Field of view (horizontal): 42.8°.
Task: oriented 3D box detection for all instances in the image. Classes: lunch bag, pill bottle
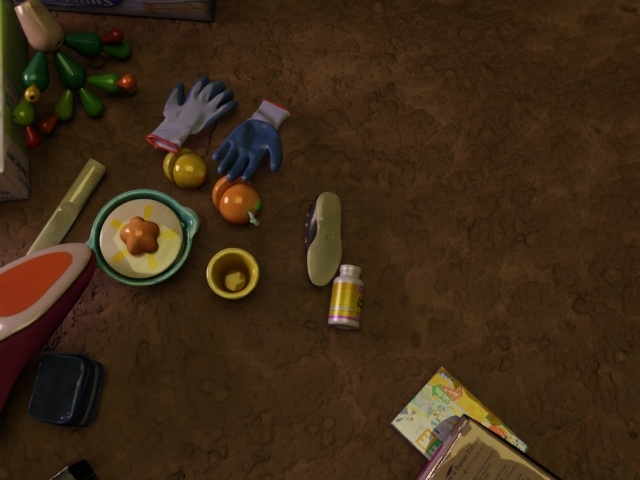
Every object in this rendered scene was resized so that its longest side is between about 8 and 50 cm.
[{"bbox_3d":[-0.324,0.189,1.055,0.067,0.065,0.098,8,75,15],"label":"lunch bag"},{"bbox_3d":[0.036,0.077,1.111,0.043,0.043,0.083,8,75,0],"label":"pill bottle"}]

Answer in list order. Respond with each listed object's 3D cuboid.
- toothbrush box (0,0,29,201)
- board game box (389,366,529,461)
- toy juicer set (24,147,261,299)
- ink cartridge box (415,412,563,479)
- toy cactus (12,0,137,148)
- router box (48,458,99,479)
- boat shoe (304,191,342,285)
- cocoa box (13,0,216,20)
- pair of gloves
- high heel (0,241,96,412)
[{"bbox_3d":[-0.521,-0.197,1.122,0.206,0.122,0.283,-4,76,-4],"label":"toothbrush box"},{"bbox_3d":[0.182,0.257,1.077,0.154,0.026,0.103,42,77,8],"label":"board game box"},{"bbox_3d":[-0.235,-0.038,1.107,0.329,0.089,0.209,8,75,0],"label":"toy juicer set"},{"bbox_3d":[0.190,0.362,0.996,0.193,0.088,0.234,36,89,8],"label":"ink cartridge box"},{"bbox_3d":[-0.354,-0.245,1.125,0.219,0.112,0.180,-42,120,-25],"label":"toy cactus"},{"bbox_3d":[-0.324,0.312,0.990,0.092,0.122,0.038,-35,85,-11],"label":"router box"},{"bbox_3d":[0.002,0.000,1.134,0.049,0.042,0.133,11,73,-21],"label":"boat shoe"},{"bbox_3d":[-0.317,-0.472,1.150,0.347,0.228,0.231,4,75,-2],"label":"cocoa box"},{"bbox_3d":[-0.135,-0.157,1.151,0.198,0.023,0.159,25,56,8],"label":"pair of gloves"},{"bbox_3d":[-0.411,0.169,1.035,0.377,0.181,0.127,-42,51,-18],"label":"high heel"}]
